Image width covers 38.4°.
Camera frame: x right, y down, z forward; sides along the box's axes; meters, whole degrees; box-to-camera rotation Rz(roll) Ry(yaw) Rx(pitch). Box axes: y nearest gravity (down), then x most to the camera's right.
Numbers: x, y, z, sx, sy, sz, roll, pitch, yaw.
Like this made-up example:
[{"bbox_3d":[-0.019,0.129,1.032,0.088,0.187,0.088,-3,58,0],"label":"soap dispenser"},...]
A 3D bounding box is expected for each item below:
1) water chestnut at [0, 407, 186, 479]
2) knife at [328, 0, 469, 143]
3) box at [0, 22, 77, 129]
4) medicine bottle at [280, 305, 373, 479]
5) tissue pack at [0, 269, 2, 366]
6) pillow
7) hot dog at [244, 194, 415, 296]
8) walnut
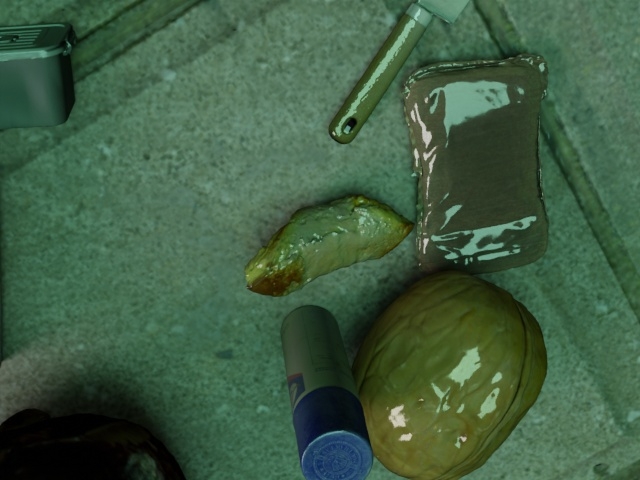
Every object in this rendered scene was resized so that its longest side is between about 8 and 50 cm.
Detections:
[{"bbox_3d":[-0.243,0.333,0.798,0.335,0.335,0.347,-30,83,5],"label":"water chestnut"},{"bbox_3d":[0.104,-0.206,0.802,0.047,0.017,0.298,31,100,-17],"label":"knife"},{"bbox_3d":[-0.260,-0.134,0.757,0.122,0.084,0.069,-4,117,-3],"label":"box"},{"bbox_3d":[0.001,0.127,0.793,0.059,0.231,0.059,-2,109,-5],"label":"medicine bottle"},{"bbox_3d":[-0.341,0.042,0.753,0.124,0.185,0.225,3,109,-7],"label":"tissue pack"},{"bbox_3d":[0.146,-0.063,0.848,0.135,0.034,0.211,-8,111,-7],"label":"pillow"},{"bbox_3d":[0.000,-0.001,0.838,0.169,0.061,0.078,-19,144,-20],"label":"hot dog"},{"bbox_3d":[0.113,0.125,0.846,0.165,0.165,0.197,27,112,-14],"label":"walnut"}]
